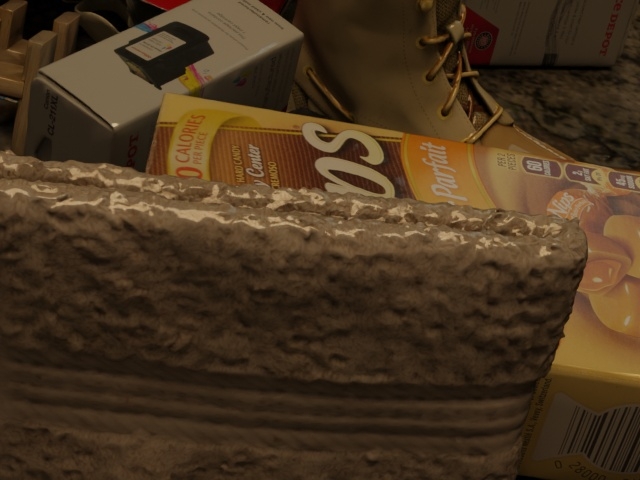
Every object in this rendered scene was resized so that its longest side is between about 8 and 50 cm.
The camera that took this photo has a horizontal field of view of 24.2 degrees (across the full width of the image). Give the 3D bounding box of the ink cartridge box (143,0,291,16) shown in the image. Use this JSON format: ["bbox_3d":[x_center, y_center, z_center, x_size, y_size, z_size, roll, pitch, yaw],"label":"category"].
[{"bbox_3d":[-0.139,-0.305,1.127,0.309,0.130,0.272,21,33,-16],"label":"ink cartridge box"}]

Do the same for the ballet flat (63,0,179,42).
[{"bbox_3d":[-0.168,-0.197,1.149,0.068,0.072,0.213,-24,51,-22],"label":"ballet flat"}]

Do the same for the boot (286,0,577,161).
[{"bbox_3d":[0.090,-0.122,1.023,0.262,0.203,0.095,27,43,18],"label":"boot"}]

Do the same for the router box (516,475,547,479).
[{"bbox_3d":[-0.025,0.145,0.782,0.309,0.081,0.243,-2,42,-17],"label":"router box"}]

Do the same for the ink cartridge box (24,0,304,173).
[{"bbox_3d":[-0.103,-0.074,0.978,0.072,0.127,0.175,37,46,22],"label":"ink cartridge box"}]

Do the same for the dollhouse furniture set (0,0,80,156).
[{"bbox_3d":[-0.292,-0.074,0.956,0.212,0.161,0.242,13,18,0],"label":"dollhouse furniture set"}]

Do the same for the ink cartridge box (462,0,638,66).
[{"bbox_3d":[0.177,-0.203,1.215,0.151,0.109,0.063,-2,39,-17],"label":"ink cartridge box"}]

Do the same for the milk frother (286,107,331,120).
[{"bbox_3d":[0.000,0.000,0.960,0.135,0.129,0.143,30,86,20],"label":"milk frother"}]

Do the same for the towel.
[{"bbox_3d":[-0.032,0.056,0.674,0.282,0.187,0.049,5,37,-9],"label":"towel"}]

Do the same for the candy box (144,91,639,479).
[{"bbox_3d":[0.054,0.026,0.809,0.317,0.087,0.183,10,38,-4],"label":"candy box"}]
